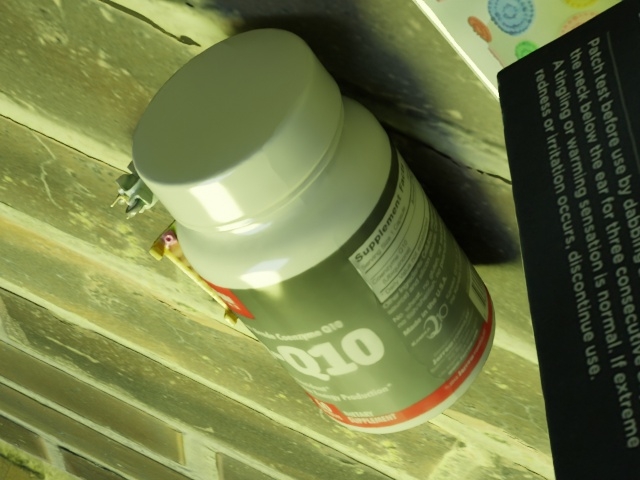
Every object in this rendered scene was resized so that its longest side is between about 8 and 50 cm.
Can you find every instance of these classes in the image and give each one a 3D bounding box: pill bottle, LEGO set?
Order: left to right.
[{"bbox_3d":[-0.040,0.016,1.027,0.287,0.107,0.132,39,-172,-31],"label":"LEGO set"},{"bbox_3d":[0.000,0.000,0.838,0.161,0.161,0.283,6,147,39],"label":"pill bottle"}]

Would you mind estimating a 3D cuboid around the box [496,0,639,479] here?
[{"bbox_3d":[0.263,0.013,0.359,0.294,0.183,0.296,-28,136,31],"label":"box"}]

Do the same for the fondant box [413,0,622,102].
[{"bbox_3d":[0.097,-0.190,0.363,0.238,0.096,0.330,-27,123,31],"label":"fondant box"}]
